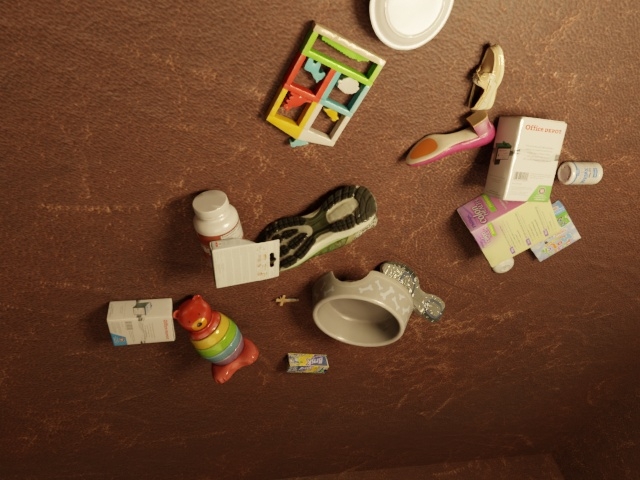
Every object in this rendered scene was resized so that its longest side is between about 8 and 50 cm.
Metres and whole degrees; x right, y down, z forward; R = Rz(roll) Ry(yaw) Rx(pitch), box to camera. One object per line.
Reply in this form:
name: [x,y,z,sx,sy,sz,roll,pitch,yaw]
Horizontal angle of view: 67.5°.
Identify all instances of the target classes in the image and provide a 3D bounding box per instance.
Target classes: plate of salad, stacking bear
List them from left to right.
stacking bear: [-0.364,0.305,1.592,0.176,0.164,0.288,-34,123,-5]
plate of salad: [0.193,-0.512,1.022,0.200,0.048,0.199,-13,130,-15]

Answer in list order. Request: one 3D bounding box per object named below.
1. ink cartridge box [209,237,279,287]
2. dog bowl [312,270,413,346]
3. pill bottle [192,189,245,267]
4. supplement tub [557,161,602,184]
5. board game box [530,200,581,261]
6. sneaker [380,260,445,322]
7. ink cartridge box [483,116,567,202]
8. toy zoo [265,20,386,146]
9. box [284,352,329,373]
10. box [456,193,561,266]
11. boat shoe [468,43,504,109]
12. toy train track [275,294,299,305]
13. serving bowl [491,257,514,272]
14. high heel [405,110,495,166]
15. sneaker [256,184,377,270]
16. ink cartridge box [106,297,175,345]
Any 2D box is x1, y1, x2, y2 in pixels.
ink cartridge box: [-0.204,0.052,1.305,0.180,0.045,0.145,-11,134,-18]
dog bowl: [0.130,0.236,1.600,0.350,0.102,0.348,9,139,8]
pill bottle: [-0.278,-0.027,1.314,0.121,0.121,0.216,-11,134,-4]
supplement tub: [0.788,-0.205,1.457,0.107,0.071,0.070,-2,134,-12]
board game box: [0.787,-0.027,1.651,0.160,0.039,0.212,-36,132,19]
sneaker: [0.299,0.180,1.669,0.297,0.129,0.111,46,75,-21]
ink cartridge box: [0.554,-0.220,1.302,0.161,0.092,0.219,1,106,-22]
toy zoo: [-0.003,-0.343,1.144,0.193,0.030,0.293,17,127,-28]
box: [-0.055,0.492,1.918,0.169,0.059,0.054,8,131,-22]
box: [0.594,-0.064,1.510,0.243,0.117,0.213,-32,133,15]
boat shoe: [0.403,-0.394,1.178,0.059,0.063,0.170,-14,136,-9]
toy train track: [-0.115,0.203,1.657,0.084,0.014,0.048,2,126,-25]
serving bowl: [0.666,0.091,1.742,0.084,0.027,0.083,-8,136,-8]
high heel: [0.355,-0.252,1.306,0.244,0.082,0.117,-33,142,12]
sneaker: [0.000,0.000,1.414,0.411,0.157,0.182,-25,152,16]
ink cartridge box: [-0.573,0.263,1.545,0.191,0.082,0.139,-3,134,-14]
